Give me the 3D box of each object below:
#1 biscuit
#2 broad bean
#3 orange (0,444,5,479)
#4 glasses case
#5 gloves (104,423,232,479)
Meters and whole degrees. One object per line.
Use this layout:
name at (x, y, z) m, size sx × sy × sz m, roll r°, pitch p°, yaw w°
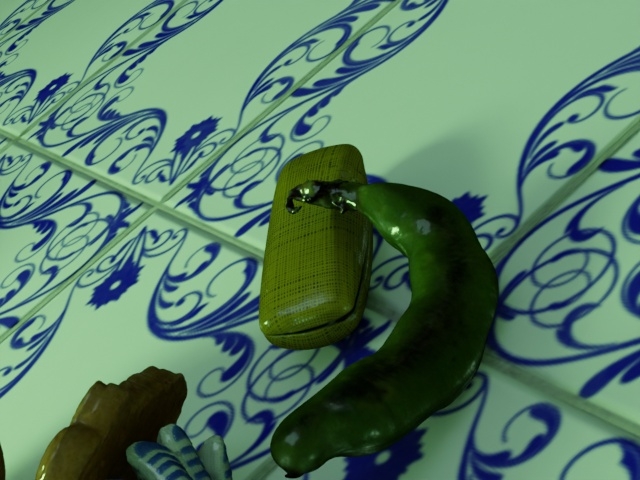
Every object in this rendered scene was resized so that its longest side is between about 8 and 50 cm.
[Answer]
biscuit at (-0.149, 0.169, 0.914) m, size 0.043 × 0.183 × 0.280 m, roll 20°, pitch 37°, yaw 15°
broad bean at (0.043, 0.044, 0.983) m, size 0.144 × 0.049 × 0.292 m, roll -4°, pitch 36°, yaw 5°
orange at (-0.347, 0.172, 1.075) m, size 0.240 × 0.240 × 0.240 m, roll -28°, pitch 26°, yaw 15°
glasses case at (0.000, 0.000, 1.137) m, size 0.079 × 0.064 × 0.234 m, roll -13°, pitch 31°, yaw 11°
gloves at (-0.107, 0.206, 0.880) m, size 0.119 × 0.097 × 0.229 m, roll -49°, pitch 15°, yaw 58°
